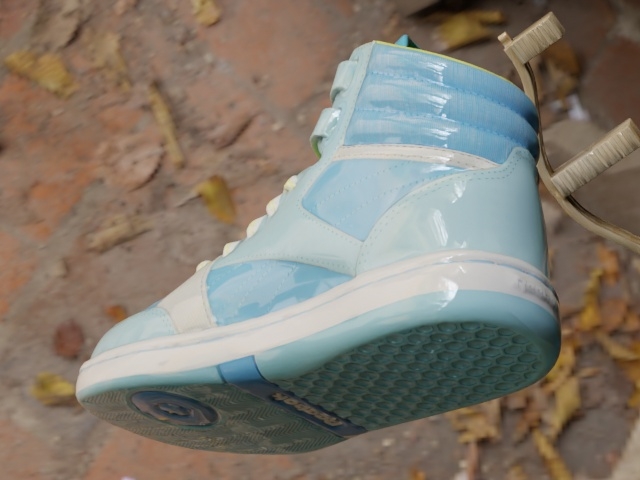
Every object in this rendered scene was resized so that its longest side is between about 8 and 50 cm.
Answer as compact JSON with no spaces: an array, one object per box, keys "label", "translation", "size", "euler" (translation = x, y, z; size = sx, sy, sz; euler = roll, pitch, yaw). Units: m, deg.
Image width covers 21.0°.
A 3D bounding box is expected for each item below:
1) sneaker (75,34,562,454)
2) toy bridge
[{"label":"sneaker","translation":[0.000,0.000,0.974],"size":[0.127,0.319,0.208],"euler":[35,52,-42]},{"label":"toy bridge","translation":[0.165,-0.049,1.041],"size":[0.188,0.063,0.026],"euler":[52,20,-6]}]
